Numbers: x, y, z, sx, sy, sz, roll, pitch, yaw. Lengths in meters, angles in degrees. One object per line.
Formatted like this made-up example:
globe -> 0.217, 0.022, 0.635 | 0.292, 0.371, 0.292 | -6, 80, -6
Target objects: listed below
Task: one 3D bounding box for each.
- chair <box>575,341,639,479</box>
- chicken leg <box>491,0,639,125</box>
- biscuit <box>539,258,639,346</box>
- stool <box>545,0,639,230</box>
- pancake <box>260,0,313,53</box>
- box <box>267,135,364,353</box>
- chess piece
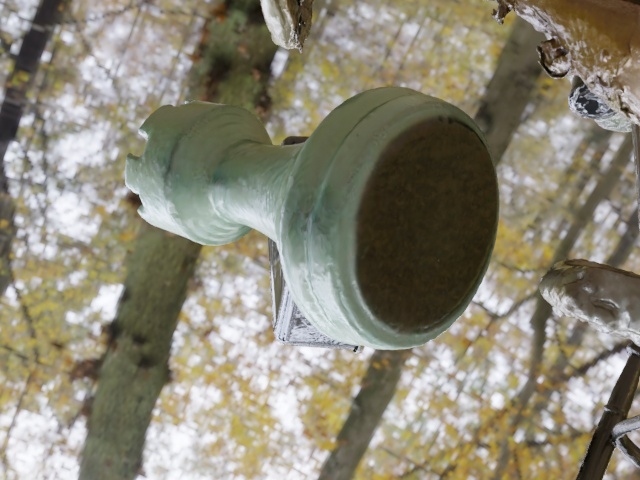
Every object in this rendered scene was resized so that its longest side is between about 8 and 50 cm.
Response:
chair -> 0.334, 0.320, 0.919 | 0.362, 0.410, 0.364 | 38, 166, 6
chicken leg -> 0.216, -0.155, 0.897 | 0.207, 0.085, 0.101 | 33, -163, 8
biscuit -> 0.215, 0.055, 0.606 | 0.289, 0.038, 0.141 | 21, -178, -28
stool -> 0.405, -0.190, 1.217 | 0.310, 0.310, 0.226 | 48, -148, -41
pancake -> -0.025, -0.313, 1.038 | 0.049, 0.282, 0.282 | 3, -154, 4
box -> 0.000, 0.000, 1.149 | 0.090, 0.144, 0.201 | 4, -131, -10
chess piece -> -0.025, -0.039, 0.927 | 0.194, 0.195, 0.299 | -2, -167, -44
